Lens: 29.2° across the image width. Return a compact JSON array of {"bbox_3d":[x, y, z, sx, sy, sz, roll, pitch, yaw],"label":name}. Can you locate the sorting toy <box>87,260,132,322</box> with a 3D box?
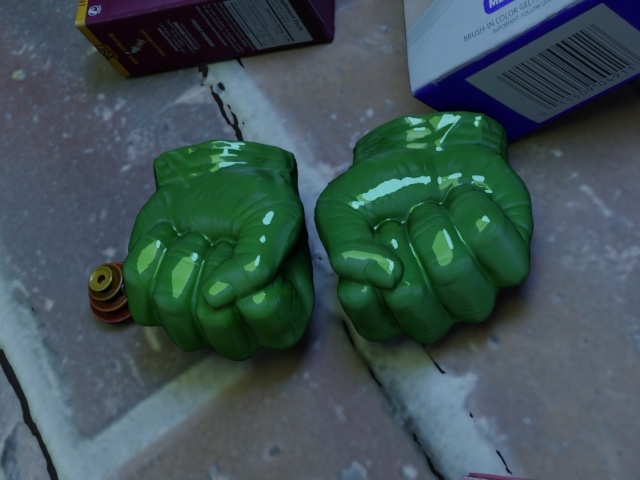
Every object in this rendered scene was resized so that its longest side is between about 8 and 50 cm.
[{"bbox_3d":[-0.128,0.026,0.895,0.102,0.042,0.061,-29,58,9],"label":"sorting toy"}]

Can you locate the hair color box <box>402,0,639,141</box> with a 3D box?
[{"bbox_3d":[0.147,-0.259,0.839,0.185,0.110,0.338,-26,54,38],"label":"hair color box"}]

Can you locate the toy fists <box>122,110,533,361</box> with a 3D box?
[{"bbox_3d":[0.000,0.000,0.811,0.279,0.096,0.142,-6,65,13],"label":"toy fists"}]

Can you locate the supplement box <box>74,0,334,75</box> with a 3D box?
[{"bbox_3d":[-0.088,-0.205,0.964,0.188,0.081,0.104,-7,63,20],"label":"supplement box"}]

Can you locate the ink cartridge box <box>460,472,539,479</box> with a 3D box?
[{"bbox_3d":[0.216,0.197,0.561,0.283,0.207,0.117,3,69,25],"label":"ink cartridge box"}]
